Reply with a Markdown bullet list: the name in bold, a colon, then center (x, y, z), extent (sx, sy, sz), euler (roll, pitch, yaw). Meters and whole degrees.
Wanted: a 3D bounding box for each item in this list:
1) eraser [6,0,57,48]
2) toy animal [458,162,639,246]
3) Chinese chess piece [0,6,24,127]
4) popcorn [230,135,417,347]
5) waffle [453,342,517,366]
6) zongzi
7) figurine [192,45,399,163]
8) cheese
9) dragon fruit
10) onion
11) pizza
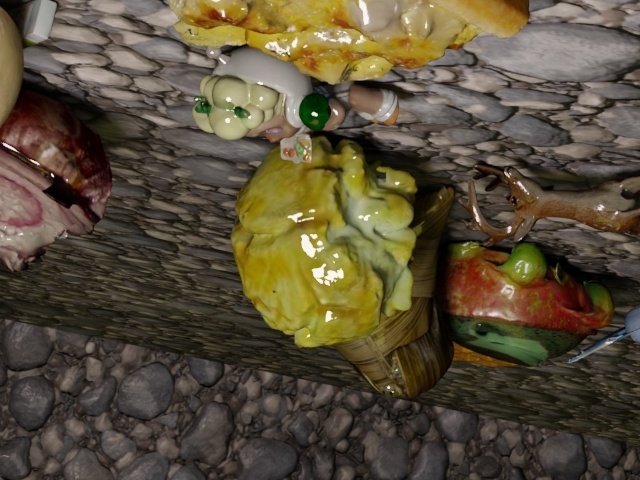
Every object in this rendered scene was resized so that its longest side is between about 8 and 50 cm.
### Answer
- **eraser**: center (-0.265, -0.191, 1.531), extent (0.019, 0.038, 0.083), euler (23, 162, -32)
- **toy animal**: center (0.298, -0.030, 1.757), extent (0.244, 0.087, 0.260), euler (17, 163, -25)
- **Chinese chess piece**: center (-0.380, -0.171, 1.484), extent (0.251, 0.097, 0.251), euler (16, 162, 5)
- **popcorn**: center (0.000, 0.000, 1.796), extent (0.184, 0.221, 0.204), euler (-10, -172, -32)
- **waffle**: center (0.215, 0.148, 2.699), extent (0.302, 0.068, 0.325), euler (6, 167, 11)
- **zongzi**: center (0.115, 0.058, 2.057), extent (0.288, 0.134, 0.286), euler (-21, 122, 39)
- **figurine**: center (-0.024, -0.121, 1.550), extent (0.197, 0.093, 0.147), euler (15, 177, -31)
- **cheese**: center (0.428, 0.101, 2.197), extent (0.135, 0.052, 0.245), euler (-23, 173, -42)
- **dragon fruit**: center (0.249, 0.083, 2.249), extent (0.268, 0.130, 0.295), euler (12, 169, 9)
- **onion**: center (-0.351, -0.107, 1.804), extent (0.280, 0.146, 0.314), euler (41, 156, -20)
- **pizza**: center (-0.018, -0.182, 1.289), extent (0.324, 0.089, 0.223), euler (14, 164, -18)
